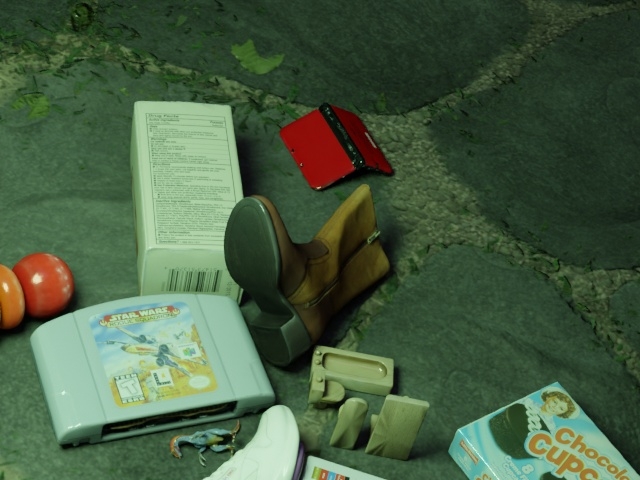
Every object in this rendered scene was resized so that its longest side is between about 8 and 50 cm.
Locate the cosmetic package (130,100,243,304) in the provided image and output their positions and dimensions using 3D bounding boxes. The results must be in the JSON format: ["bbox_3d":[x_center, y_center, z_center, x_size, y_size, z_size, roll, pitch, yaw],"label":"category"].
[{"bbox_3d":[-0.194,-0.055,2.085,0.153,0.129,0.296,2,48,-12],"label":"cosmetic package"}]

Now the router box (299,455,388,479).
[{"bbox_3d":[0.081,0.453,1.721,0.301,0.082,0.335,18,46,1],"label":"router box"}]

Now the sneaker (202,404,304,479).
[{"bbox_3d":[-0.111,0.314,1.774,0.152,0.114,0.305,19,46,1],"label":"sneaker"}]

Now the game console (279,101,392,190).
[{"bbox_3d":[0.025,-0.142,2.307,0.124,0.085,0.144,15,36,-47],"label":"game console"}]

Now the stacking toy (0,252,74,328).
[{"bbox_3d":[-0.473,0.087,1.879,0.330,0.141,0.141,-18,55,-34],"label":"stacking toy"}]

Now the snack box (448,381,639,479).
[{"bbox_3d":[0.340,0.349,1.905,0.187,0.060,0.322,-21,56,-31],"label":"snack box"}]

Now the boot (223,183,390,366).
[{"bbox_3d":[0.000,0.000,2.002,0.096,0.264,0.280,3,33,40],"label":"boot"}]

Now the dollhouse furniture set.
[{"bbox_3d":[0.063,0.188,1.933,0.144,0.123,0.151,11,46,-6],"label":"dollhouse furniture set"}]

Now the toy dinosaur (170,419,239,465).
[{"bbox_3d":[-0.153,0.265,1.876,0.082,0.047,0.090,8,13,3],"label":"toy dinosaur"}]

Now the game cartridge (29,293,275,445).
[{"bbox_3d":[-0.228,0.164,1.926,0.297,0.062,0.198,-8,55,-22],"label":"game cartridge"}]
